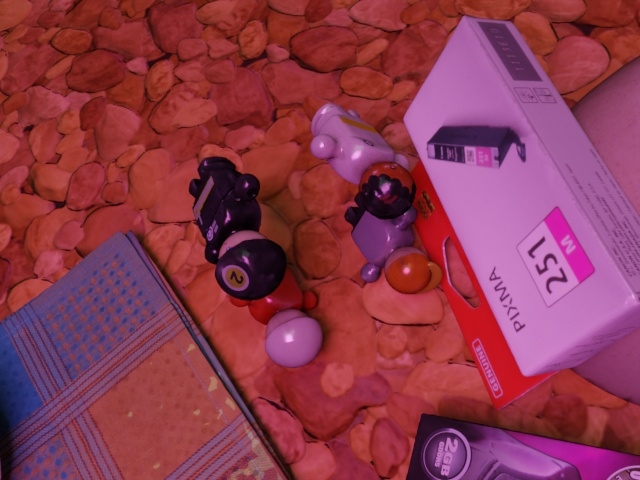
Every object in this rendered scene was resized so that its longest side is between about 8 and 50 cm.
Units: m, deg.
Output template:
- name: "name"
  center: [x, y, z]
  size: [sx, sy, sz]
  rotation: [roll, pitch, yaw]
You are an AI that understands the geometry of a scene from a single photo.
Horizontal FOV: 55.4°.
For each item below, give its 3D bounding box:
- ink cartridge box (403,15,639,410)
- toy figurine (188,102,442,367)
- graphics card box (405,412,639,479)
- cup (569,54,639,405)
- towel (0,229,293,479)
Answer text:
- name: "ink cartridge box"
  center: [0.143, -0.012, 0.538]
  size: [0.060, 0.239, 0.275]
  rotation: [-4, 58, -25]
- name: "toy figurine"
  center: [0.000, 0.000, 0.580]
  size: [0.210, 0.213, 0.148]
  rotation: [-25, 49, -5]
- name: "graphics card box"
  center: [0.216, 0.263, 0.393]
  size: [0.371, 0.094, 0.232]
  rotation: [0, 62, 41]
- name: "cup"
  center: [0.329, -0.042, 0.509]
  size: [0.331, 0.237, 0.331]
  rotation: [-5, 63, 11]
- name: "towel"
  center: [-0.224, 0.192, 0.631]
  size: [0.271, 0.040, 0.370]
  rotation: [-38, 62, -7]
